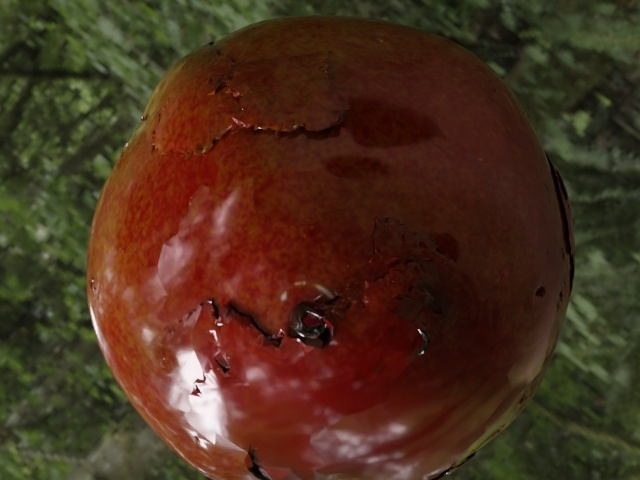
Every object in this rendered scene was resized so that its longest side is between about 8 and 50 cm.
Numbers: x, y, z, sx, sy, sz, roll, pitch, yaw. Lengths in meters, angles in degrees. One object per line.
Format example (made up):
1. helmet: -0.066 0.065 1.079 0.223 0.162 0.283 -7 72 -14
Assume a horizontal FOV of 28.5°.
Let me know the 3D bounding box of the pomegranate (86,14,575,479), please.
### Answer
1. pomegranate: 0.000 0.000 0.546 0.210 0.210 0.235 38 -165 -37
